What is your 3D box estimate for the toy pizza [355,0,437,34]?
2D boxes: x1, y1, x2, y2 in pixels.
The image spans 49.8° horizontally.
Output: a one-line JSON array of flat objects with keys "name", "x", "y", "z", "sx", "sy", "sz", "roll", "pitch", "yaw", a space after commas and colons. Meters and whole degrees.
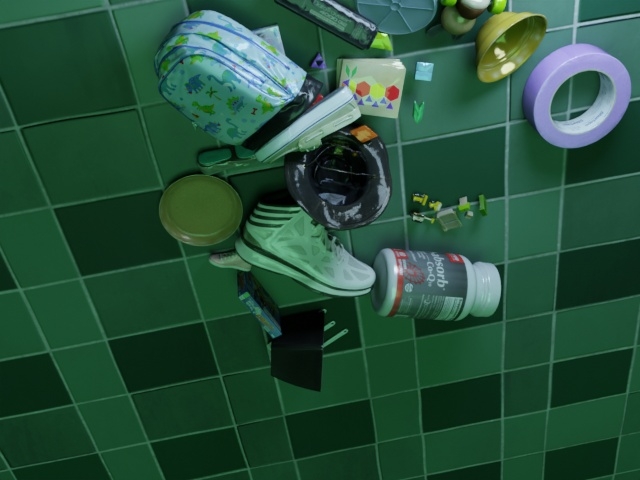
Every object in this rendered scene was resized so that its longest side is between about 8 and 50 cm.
[{"name": "toy pizza", "x": 0.186, "y": -0.586, "z": 1.694, "sx": 0.201, "sy": 0.032, "sz": 0.201, "roll": 8, "pitch": 154, "yaw": 4}]

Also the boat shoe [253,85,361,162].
[{"name": "boat shoe", "x": -0.031, "y": -0.281, "z": 1.783, "sx": 0.302, "sy": 0.109, "sz": 0.094, "roll": -34, "pitch": 106, "yaw": 3}]

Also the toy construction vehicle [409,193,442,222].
[{"name": "toy construction vehicle", "x": 0.311, "y": -0.097, "z": 2.082, "sx": 0.098, "sy": 0.035, "sz": 0.086, "roll": 10, "pitch": 110, "yaw": -18}]

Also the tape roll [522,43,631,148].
[{"name": "tape roll", "x": 0.708, "y": -0.398, "z": 1.912, "sx": 0.274, "sy": 0.090, "sz": 0.275, "roll": -5, "pitch": 124, "yaw": -7}]

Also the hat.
[{"name": "hat", "x": 0.036, "y": -0.168, "z": 1.890, "sx": 0.331, "sy": 0.331, "sz": 0.134, "roll": 7, "pitch": 160, "yaw": -13}]

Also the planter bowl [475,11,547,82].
[{"name": "planter bowl", "x": 0.466, "y": -0.518, "z": 1.772, "sx": 0.217, "sy": 0.090, "sz": 0.217, "roll": -28, "pitch": 156, "yaw": -13}]

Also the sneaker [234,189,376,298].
[{"name": "sneaker", "x": 0.000, "y": 0.000, "z": 2.010, "sx": 0.447, "sy": 0.169, "sz": 0.257, "roll": 19, "pitch": 120, "yaw": -17}]

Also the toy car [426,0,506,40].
[{"name": "toy car", "x": 0.349, "y": -0.581, "z": 1.737, "sx": 0.155, "sy": 0.149, "sz": 0.188, "roll": 5, "pitch": 149, "yaw": -14}]

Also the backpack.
[{"name": "backpack", "x": -0.227, "y": -0.391, "z": 1.685, "sx": 0.290, "sy": 0.273, "sz": 0.355, "roll": -26, "pitch": 113, "yaw": 43}]

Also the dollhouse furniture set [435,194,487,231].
[{"name": "dollhouse furniture set", "x": 0.431, "y": -0.090, "z": 2.109, "sx": 0.151, "sy": 0.059, "sz": 0.076, "roll": -18, "pitch": 134, "yaw": 26}]

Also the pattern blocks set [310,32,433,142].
[{"name": "pattern blocks set", "x": 0.126, "y": -0.405, "z": 1.823, "sx": 0.324, "sy": 0.026, "sz": 0.285, "roll": 15, "pitch": 108, "yaw": -7}]

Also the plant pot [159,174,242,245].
[{"name": "plant pot", "x": -0.343, "y": -0.090, "z": 1.980, "sx": 0.236, "sy": 0.032, "sz": 0.236, "roll": -5, "pitch": 124, "yaw": -7}]

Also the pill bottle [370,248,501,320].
[{"name": "pill bottle", "x": 0.353, "y": 0.140, "z": 2.134, "sx": 0.362, "sy": 0.210, "sz": 0.210, "roll": 5, "pitch": 122, "yaw": -13}]

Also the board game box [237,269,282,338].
[{"name": "board game box", "x": -0.188, "y": 0.190, "z": 2.125, "sx": 0.035, "sy": 0.136, "sz": 0.201, "roll": -28, "pitch": 122, "yaw": 10}]

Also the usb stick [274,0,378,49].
[{"name": "usb stick", "x": 0.013, "y": -0.565, "z": 1.708, "sx": 0.278, "sy": 0.045, "sz": 0.077, "roll": 24, "pitch": 108, "yaw": -17}]

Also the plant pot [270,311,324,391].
[{"name": "plant pot", "x": -0.073, "y": 0.351, "z": 2.210, "sx": 0.167, "sy": 0.187, "sz": 0.188, "roll": 3, "pitch": 121, "yaw": -1}]

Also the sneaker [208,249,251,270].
[{"name": "sneaker", "x": -0.265, "y": 0.046, "z": 2.071, "sx": 0.134, "sy": 0.051, "sz": 0.070, "roll": 12, "pitch": 119, "yaw": -20}]

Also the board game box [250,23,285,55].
[{"name": "board game box", "x": -0.141, "y": -0.495, "z": 1.755, "sx": 0.090, "sy": 0.020, "sz": 0.090, "roll": -13, "pitch": 124, "yaw": 2}]

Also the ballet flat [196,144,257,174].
[{"name": "ballet flat", "x": -0.234, "y": -0.230, "z": 1.896, "sx": 0.213, "sy": 0.072, "sz": 0.068, "roll": -13, "pitch": 151, "yaw": 0}]

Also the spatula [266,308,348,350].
[{"name": "spatula", "x": -0.042, "y": 0.330, "z": 2.310, "sx": 0.242, "sy": 0.019, "sz": 0.168, "roll": -35, "pitch": 120, "yaw": 14}]
